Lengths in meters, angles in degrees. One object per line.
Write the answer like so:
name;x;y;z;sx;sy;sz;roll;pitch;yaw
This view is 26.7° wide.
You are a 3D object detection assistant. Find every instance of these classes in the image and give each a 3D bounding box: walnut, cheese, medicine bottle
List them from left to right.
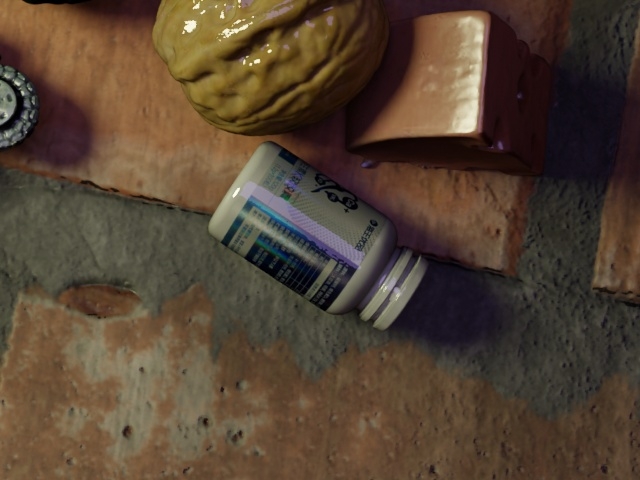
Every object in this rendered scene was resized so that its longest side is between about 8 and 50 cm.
walnut;-0.038;-0.196;1.208;0.213;0.213;0.213;0;86;-5
medicine bottle;0.000;0.000;1.249;0.191;0.107;0.107;33;84;-2
cheese;0.132;-0.130;1.235;0.202;0.177;0.128;7;86;-5

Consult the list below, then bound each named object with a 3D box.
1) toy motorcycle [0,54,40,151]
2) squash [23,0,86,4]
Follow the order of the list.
toy motorcycle;-0.415;-0.132;1.225;0.307;0.108;0.173;-13;79;-5
squash;-0.252;-0.318;1.213;0.218;0.172;0.218;0;90;-8
